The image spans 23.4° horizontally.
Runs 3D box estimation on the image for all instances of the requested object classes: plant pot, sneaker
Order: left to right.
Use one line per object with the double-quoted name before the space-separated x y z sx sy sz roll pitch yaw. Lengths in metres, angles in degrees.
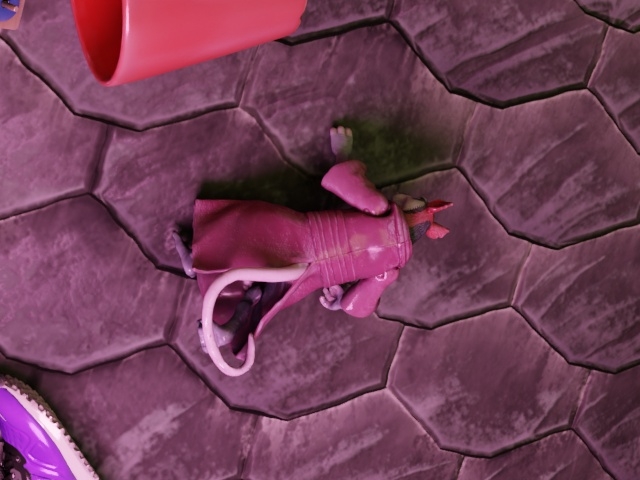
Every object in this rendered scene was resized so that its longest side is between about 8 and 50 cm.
"sneaker" -0.374 0.316 2.017 0.146 0.102 0.293 -35 113 -11
"plant pot" -0.159 -0.329 1.858 0.243 0.275 0.275 -9 105 -20

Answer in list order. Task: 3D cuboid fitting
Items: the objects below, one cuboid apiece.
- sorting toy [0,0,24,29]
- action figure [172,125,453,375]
"sorting toy" -0.392 -0.328 1.852 0.132 0.046 0.274 0 111 -49
"action figure" 0.000 0.000 2.019 0.370 0.276 0.248 -15 102 -4
